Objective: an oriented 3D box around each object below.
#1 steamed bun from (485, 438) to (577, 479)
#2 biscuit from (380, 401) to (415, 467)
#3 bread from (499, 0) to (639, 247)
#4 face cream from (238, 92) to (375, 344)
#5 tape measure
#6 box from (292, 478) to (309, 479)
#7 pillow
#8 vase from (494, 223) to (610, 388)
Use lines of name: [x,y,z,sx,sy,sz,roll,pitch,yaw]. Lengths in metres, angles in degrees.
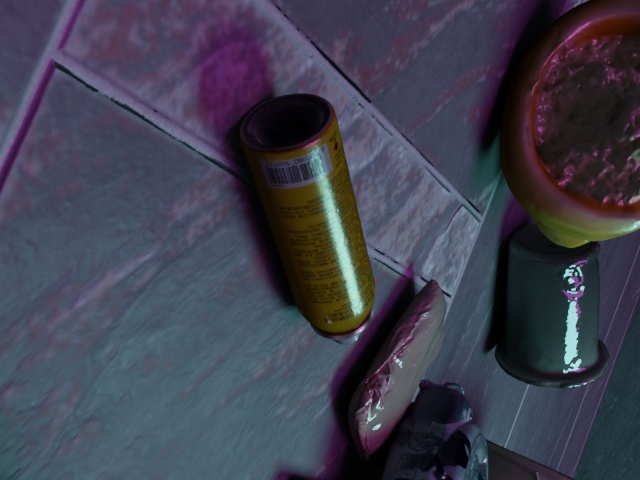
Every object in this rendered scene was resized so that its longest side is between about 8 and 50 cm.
steamed bun: [0.389,0.549,1.546,0.374,0.375,0.241,32,81,-58]
biscuit: [0.166,0.353,1.417,0.205,0.031,0.138,-21,122,-52]
bread: [0.498,-0.201,1.350,0.245,0.329,0.423,28,77,-58]
face cream: [0.000,0.000,0.910,0.105,0.105,0.348,-49,142,-31]
tape measure: [0.193,0.409,1.285,0.256,0.147,0.275,-60,146,-45]
box: [0.005,0.462,1.192,0.168,0.071,0.259,-65,150,-9]
pillow: [0.126,0.210,1.249,0.270,0.067,0.173,-53,149,-27]
vase: [0.487,0.122,1.620,0.245,0.245,0.291,-32,126,-45]
